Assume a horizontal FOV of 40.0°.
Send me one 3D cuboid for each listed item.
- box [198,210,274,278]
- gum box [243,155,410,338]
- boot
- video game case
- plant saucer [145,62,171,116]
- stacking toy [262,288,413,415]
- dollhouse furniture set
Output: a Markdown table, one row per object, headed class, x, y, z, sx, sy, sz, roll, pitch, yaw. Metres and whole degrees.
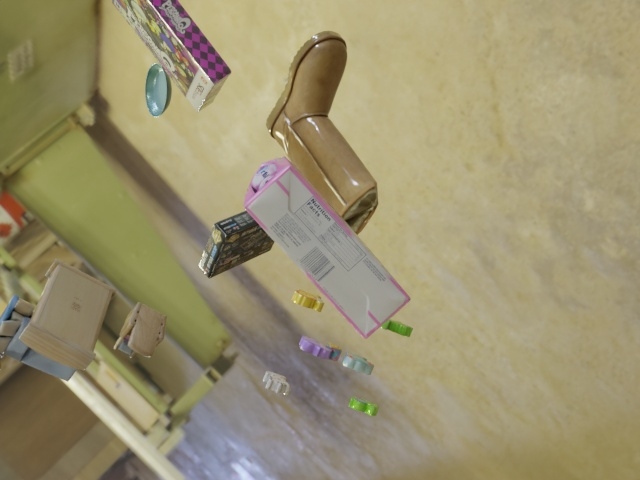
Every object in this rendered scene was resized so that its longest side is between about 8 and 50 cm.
| class | x | y | z | sx | sy | sz | roll | pitch | yaw |
| --- | --- | --- | --- | --- | --- | --- | --- | --- | --- |
| box | -0.195 | -0.007 | 2.249 | 0.051 | 0.220 | 0.175 | 48 | 138 | 19 |
| gum box | 0.000 | 0.000 | 0.886 | 0.188 | 0.062 | 0.107 | 48 | -177 | -11 |
| boot | 0.026 | -0.167 | 1.421 | 0.269 | 0.089 | 0.236 | 61 | 138 | 34 |
| video game case | -0.237 | -0.321 | 1.370 | 0.232 | 0.042 | 0.210 | 52 | 166 | -7 |
| plant saucer | -0.357 | -0.334 | 1.953 | 0.119 | 0.021 | 0.119 | 7 | 99 | 55 |
| stacking toy | 0.029 | 0.190 | 1.449 | 0.221 | 0.167 | 0.052 | 20 | -172 | -17 |
| dollhouse furniture set | -0.520 | 0.244 | 1.777 | 0.286 | 0.198 | 0.303 | 31 | 122 | -20 |
